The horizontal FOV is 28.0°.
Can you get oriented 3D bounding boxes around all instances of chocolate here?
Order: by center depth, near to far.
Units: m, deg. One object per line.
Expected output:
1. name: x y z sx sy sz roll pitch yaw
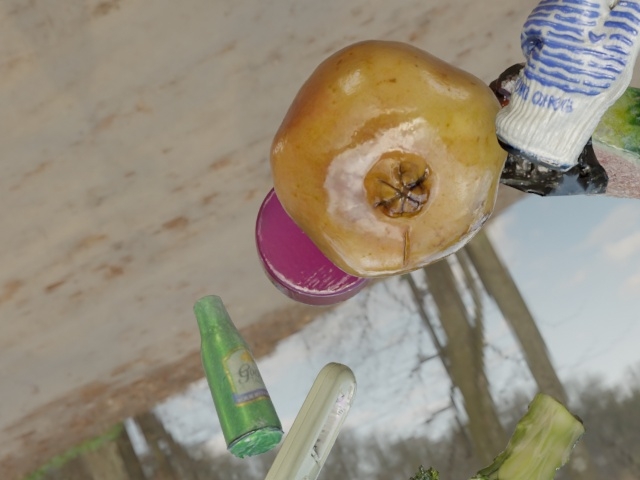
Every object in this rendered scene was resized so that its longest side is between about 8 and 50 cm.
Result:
1. chocolate: -0.156 0.230 2.257 0.110 0.291 0.110 -17 151 -10

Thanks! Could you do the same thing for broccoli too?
1. broccoli: 0.252 0.366 1.900 0.252 0.361 0.221 11 141 8

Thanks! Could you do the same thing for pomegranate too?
1. pomegranate: 0.060 -0.075 1.127 0.209 0.209 0.209 -22 163 -7

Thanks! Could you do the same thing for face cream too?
1. face cream: 0.000 0.000 1.746 0.175 0.175 0.195 -24 174 -4

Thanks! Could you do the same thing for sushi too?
1. sushi: 0.283 -0.156 1.707 0.153 0.172 0.150 -5 111 -45

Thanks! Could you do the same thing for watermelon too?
1. watermelon: 0.498 -0.161 2.152 0.310 0.193 0.232 10 -175 -2

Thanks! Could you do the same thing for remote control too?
1. remote control: -0.012 0.252 1.602 0.221 0.042 0.078 -63 151 -25

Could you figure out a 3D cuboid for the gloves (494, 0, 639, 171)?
1. gloves: 0.213 -0.161 0.991 0.097 0.119 0.229 30 98 -30
